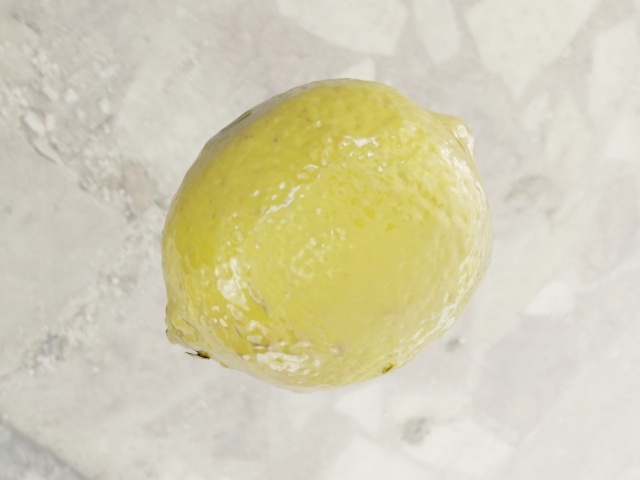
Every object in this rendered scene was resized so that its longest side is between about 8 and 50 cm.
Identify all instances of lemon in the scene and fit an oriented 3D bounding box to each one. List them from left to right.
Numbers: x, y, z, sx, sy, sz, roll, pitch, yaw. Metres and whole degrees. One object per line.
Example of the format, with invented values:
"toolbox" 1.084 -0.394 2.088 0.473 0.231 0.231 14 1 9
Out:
"lemon" 0.000 0.000 1.081 0.310 0.253 0.253 -34 127 3
